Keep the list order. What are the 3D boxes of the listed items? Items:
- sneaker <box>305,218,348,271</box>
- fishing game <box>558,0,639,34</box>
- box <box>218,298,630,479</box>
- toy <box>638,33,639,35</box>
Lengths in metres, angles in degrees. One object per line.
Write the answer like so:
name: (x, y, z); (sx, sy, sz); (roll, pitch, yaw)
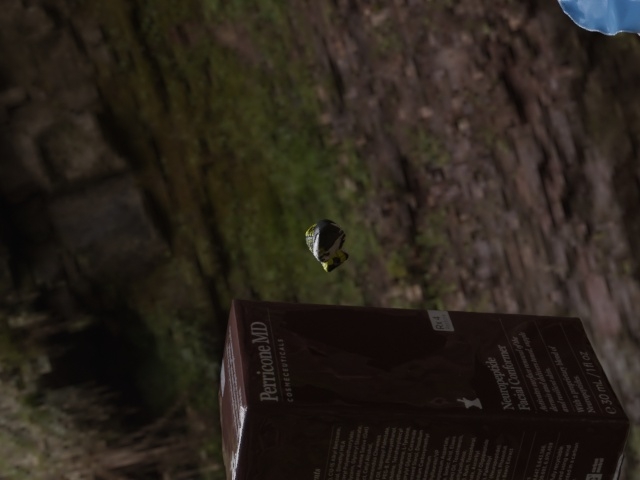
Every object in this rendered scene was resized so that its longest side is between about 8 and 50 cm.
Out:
sneaker: (0.000, 0.000, 1.209); (0.035, 0.031, 0.083); (46, 168, 19)
fishing game: (0.282, -0.281, 1.324); (0.041, 0.264, 0.189); (12, -73, -47)
box: (0.095, 0.170, 1.463); (0.191, 0.381, 0.143); (-104, 19, -58)
toy: (0.356, -0.311, 1.563); (0.237, 0.056, 0.137); (-123, 35, -43)
